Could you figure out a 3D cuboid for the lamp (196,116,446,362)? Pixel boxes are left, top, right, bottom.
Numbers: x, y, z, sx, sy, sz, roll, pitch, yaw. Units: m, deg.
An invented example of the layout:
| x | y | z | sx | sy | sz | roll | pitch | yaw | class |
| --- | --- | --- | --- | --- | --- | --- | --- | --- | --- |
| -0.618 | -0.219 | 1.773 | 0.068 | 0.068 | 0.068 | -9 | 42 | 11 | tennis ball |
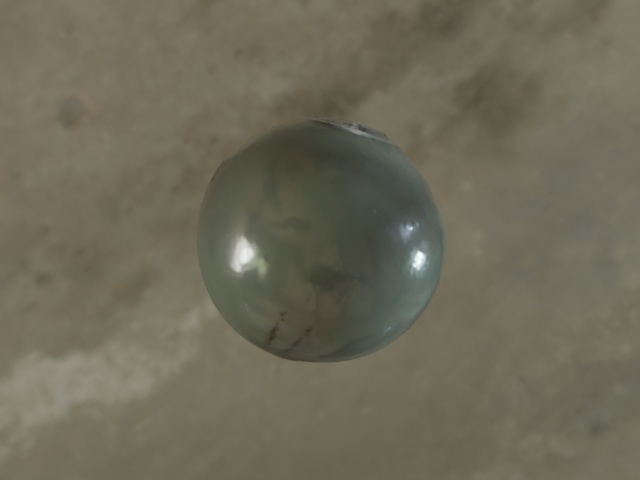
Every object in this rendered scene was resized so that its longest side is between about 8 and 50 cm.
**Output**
| x | y | z | sx | sy | sz | roll | pitch | yaw | class |
| --- | --- | --- | --- | --- | --- | --- | --- | --- | --- |
| 0.000 | 0.000 | 0.819 | 0.105 | 0.105 | 0.105 | -16 | 127 | -22 | lamp |
